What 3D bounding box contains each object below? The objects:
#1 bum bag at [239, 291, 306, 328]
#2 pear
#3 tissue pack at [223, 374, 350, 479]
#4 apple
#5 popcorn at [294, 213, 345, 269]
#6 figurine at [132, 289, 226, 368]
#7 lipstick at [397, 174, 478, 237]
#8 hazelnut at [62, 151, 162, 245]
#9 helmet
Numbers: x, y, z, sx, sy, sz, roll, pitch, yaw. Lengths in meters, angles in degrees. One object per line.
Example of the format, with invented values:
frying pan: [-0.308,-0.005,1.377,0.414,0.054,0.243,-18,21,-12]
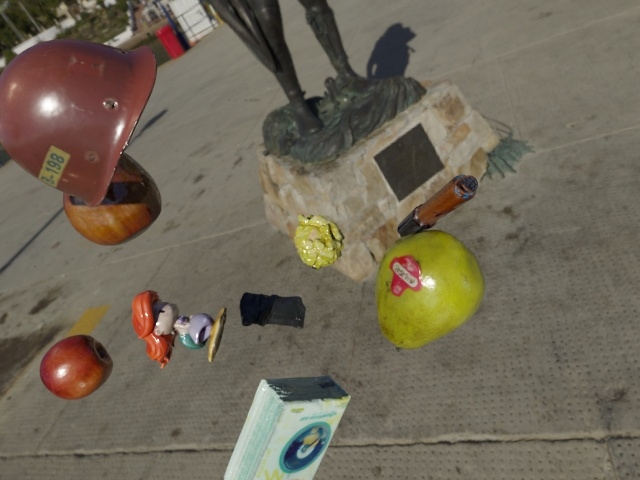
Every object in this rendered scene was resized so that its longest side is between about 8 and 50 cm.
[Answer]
bum bag: [-0.167,0.250,1.645,0.060,0.248,0.123,-33,52,49]
pear: [0.278,0.145,1.275,0.287,0.287,0.375,46,120,58]
tissue pack: [-0.108,0.633,1.498,0.162,0.287,0.388,36,109,48]
apple: [-0.857,0.444,1.638,0.201,0.218,0.218,-36,32,-9]
popcorn: [0.000,0.000,2.037,0.212,0.259,0.259,1,42,34]
figurine: [-0.419,0.261,1.349,0.257,0.208,0.181,13,55,-3]
lipstick: [0.312,-0.084,1.289,0.077,0.077,0.418,-40,-4,-17]
hazelnut: [-0.795,-0.164,1.796,0.365,0.366,0.366,-20,32,14]
helmet: [-0.515,-0.267,0.936,0.385,0.230,0.338,-27,55,45]
